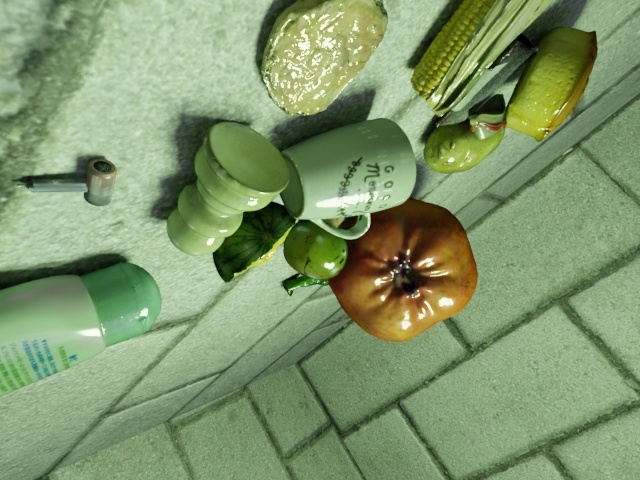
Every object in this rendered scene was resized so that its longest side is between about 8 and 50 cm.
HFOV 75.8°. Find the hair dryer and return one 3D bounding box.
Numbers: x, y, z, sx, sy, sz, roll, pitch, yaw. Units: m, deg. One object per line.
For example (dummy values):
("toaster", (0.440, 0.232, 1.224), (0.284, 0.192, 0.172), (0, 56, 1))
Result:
("hair dryer", (-0.342, -0.078, 0.557), (0.115, 0.037, 0.063), (-7, 146, -39))

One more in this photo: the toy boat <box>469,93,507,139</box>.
("toy boat", (0.404, -0.295, 0.994), (0.185, 0.089, 0.071), (-40, 128, -39))

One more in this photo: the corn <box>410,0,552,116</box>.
("corn", (0.286, -0.369, 0.738), (0.122, 0.123, 0.305), (-16, 155, -45))

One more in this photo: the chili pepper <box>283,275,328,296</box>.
("chili pepper", (-0.025, 0.141, 1.531), (0.254, 0.083, 0.099), (-17, 164, -32))

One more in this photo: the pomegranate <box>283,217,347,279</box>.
("pomegranate", (-0.014, 0.004, 1.122), (0.180, 0.210, 0.179), (-1, 159, -1))

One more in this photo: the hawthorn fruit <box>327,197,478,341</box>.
("hawthorn fruit", (0.248, 0.087, 1.301), (0.472, 0.471, 0.471), (-30, 161, -12))

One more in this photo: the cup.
("cup", (0.041, -0.102, 0.844), (0.234, 0.186, 0.257), (-18, 129, -23))

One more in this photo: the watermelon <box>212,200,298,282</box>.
("watermelon", (-0.150, -0.010, 0.872), (0.204, 0.127, 0.232), (-42, -174, -6))

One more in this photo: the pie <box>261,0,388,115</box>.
("pie", (0.000, -0.277, 0.601), (0.185, 0.052, 0.218), (-11, 152, -52))

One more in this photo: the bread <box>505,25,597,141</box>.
("bread", (0.567, -0.385, 1.010), (0.269, 0.148, 0.269), (-60, 167, -24))

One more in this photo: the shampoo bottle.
("shampoo bottle", (-0.460, 0.146, 0.722), (0.350, 0.151, 0.221), (-20, 151, -34))

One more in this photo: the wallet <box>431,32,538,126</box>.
("wallet", (0.359, -0.356, 0.911), (0.221, 0.071, 0.262), (-45, 175, 38))

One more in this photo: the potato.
("potato", (0.388, -0.271, 1.116), (0.248, 0.169, 0.143), (-30, 118, -18))

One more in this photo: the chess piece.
("chess piece", (-0.183, -0.067, 0.711), (0.145, 0.144, 0.251), (-11, 157, -48))
